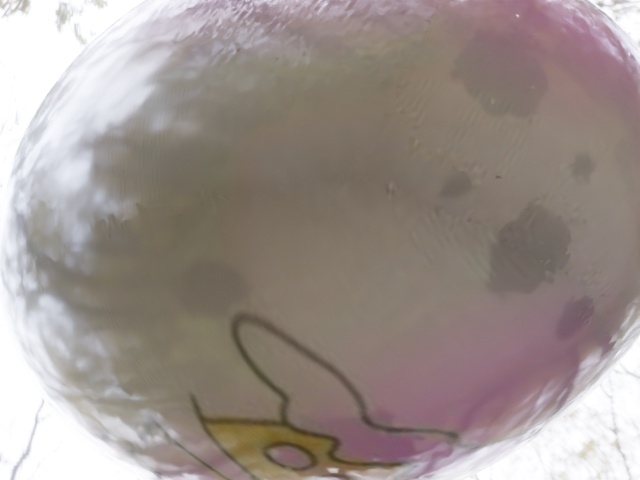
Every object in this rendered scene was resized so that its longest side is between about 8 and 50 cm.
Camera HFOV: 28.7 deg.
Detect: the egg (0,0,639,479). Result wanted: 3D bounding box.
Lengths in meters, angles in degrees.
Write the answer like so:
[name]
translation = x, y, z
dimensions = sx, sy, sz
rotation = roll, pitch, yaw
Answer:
[egg]
translation = 0.000, 0.000, 0.423
dimensions = 0.196, 0.271, 0.196
rotation = -4, -84, -38
